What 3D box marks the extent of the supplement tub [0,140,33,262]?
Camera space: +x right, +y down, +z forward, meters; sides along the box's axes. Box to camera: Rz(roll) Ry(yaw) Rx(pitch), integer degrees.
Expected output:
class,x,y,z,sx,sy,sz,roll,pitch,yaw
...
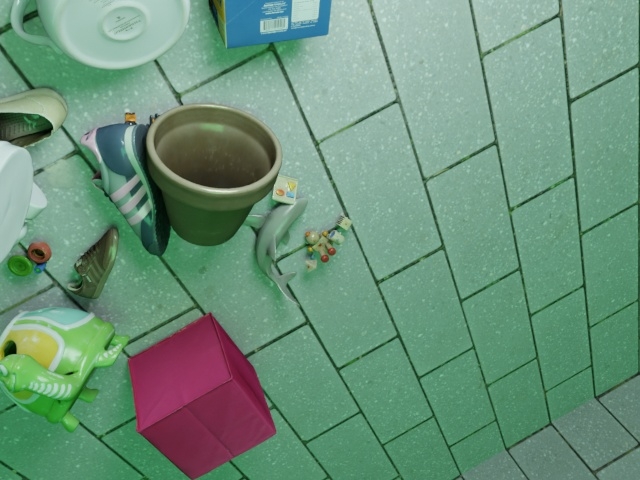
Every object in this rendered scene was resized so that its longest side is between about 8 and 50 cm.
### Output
class,x,y,z,sx,sy,sz,roll,pitch,yaw
supplement tub,-0.665,-0.093,0.913,0.332,0.241,0.240,14,117,-11

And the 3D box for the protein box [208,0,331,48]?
class,x,y,z,sx,sy,sz,roll,pitch,yaw
protein box,-0.090,-0.471,1.011,0.200,0.135,0.201,-13,146,-15

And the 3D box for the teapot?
class,x,y,z,sx,sy,sz,roll,pitch,yaw
teapot,-0.352,-0.418,0.946,0.256,0.187,0.252,-12,156,-37

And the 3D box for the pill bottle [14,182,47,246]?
class,x,y,z,sx,sy,sz,roll,pitch,yaw
pill bottle,-0.648,-0.027,1.111,0.229,0.131,0.131,-40,129,6

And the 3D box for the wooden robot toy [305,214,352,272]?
class,x,y,z,sx,sy,sz,roll,pitch,yaw
wooden robot toy,0.000,0.000,1.458,0.079,0.076,0.173,37,103,-26

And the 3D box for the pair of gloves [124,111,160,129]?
class,x,y,z,sx,sy,sz,roll,pitch,yaw
pair of gloves,-0.360,-0.224,1.179,0.084,0.010,0.074,-2,124,-21

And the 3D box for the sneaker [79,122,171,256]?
class,x,y,z,sx,sy,sz,roll,pitch,yaw
sneaker,-0.397,-0.101,1.208,0.131,0.112,0.318,2,128,4

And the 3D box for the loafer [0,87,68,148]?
class,x,y,z,sx,sy,sz,roll,pitch,yaw
loafer,-0.593,-0.197,1.042,0.269,0.092,0.101,-25,129,-6

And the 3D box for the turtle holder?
class,x,y,z,sx,sy,sz,roll,pitch,yaw
turtle holder,-0.580,0.272,1.239,0.228,0.320,0.243,31,114,-10

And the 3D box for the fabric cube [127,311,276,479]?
class,x,y,z,sx,sy,sz,roll,pitch,yaw
fabric cube,-0.304,0.397,1.477,0.259,0.254,0.258,-29,130,-2

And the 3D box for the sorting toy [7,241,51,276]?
class,x,y,z,sx,sy,sz,roll,pitch,yaw
sorting toy,-0.612,0.038,1.236,0.102,0.042,0.061,-28,115,12

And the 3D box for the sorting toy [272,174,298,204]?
class,x,y,z,sx,sy,sz,roll,pitch,yaw
sorting toy,-0.093,-0.122,1.346,0.083,0.012,0.061,13,81,-22

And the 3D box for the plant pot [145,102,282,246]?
class,x,y,z,sx,sy,sz,roll,pitch,yaw
plant pot,-0.227,-0.115,1.189,0.263,0.262,0.229,-3,143,-22

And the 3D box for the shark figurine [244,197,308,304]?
class,x,y,z,sx,sy,sz,roll,pitch,yaw
shark figurine,-0.113,0.036,1.405,0.167,0.116,0.278,-5,122,-19

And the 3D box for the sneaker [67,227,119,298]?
class,x,y,z,sx,sy,sz,roll,pitch,yaw
sneaker,-0.500,0.052,1.273,0.071,0.066,0.188,15,115,-30
